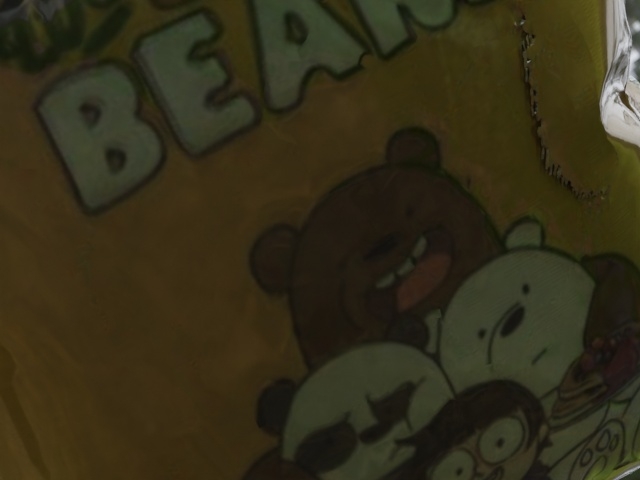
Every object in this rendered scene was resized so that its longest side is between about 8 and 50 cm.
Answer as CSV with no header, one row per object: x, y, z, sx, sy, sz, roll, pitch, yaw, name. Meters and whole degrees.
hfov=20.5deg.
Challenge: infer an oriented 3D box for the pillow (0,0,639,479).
0.000,0.000,0.590,0.310,0.119,0.312,-28,-68,-12,pillow
